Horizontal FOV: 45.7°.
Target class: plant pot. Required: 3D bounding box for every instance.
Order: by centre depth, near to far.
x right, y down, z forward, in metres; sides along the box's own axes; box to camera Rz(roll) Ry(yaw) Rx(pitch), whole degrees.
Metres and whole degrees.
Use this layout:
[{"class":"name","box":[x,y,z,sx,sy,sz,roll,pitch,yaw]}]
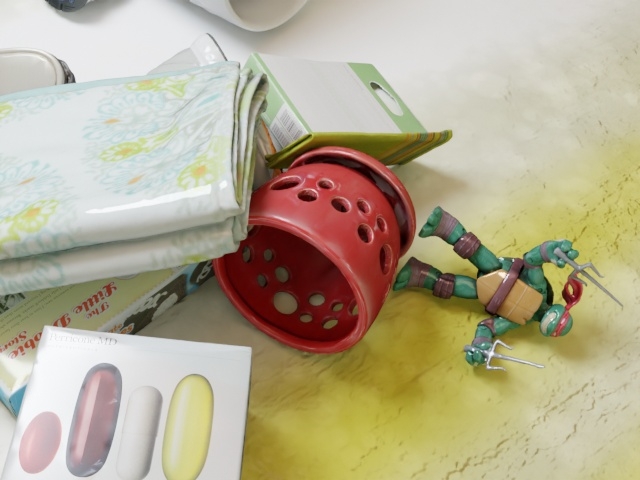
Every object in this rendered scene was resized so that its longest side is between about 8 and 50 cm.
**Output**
[{"class":"plant pot","box":[0.000,0.000,0.842,0.191,0.191,0.174,26,49,9]}]

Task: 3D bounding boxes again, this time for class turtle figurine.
[{"class":"turtle figurine","box":[0.212,0.063,0.882,0.234,0.118,0.175,29,96,13]}]

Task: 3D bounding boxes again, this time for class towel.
[{"class":"towel","box":[-0.244,-0.078,0.805,0.374,0.090,0.320,-10,34,7]},{"class":"towel","box":[0.052,-0.117,0.944,0.237,0.102,0.021,-7,77,-39]}]

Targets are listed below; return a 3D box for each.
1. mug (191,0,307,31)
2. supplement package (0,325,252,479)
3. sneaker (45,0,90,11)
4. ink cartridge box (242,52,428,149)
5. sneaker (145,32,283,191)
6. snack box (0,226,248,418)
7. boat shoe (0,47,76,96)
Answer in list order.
[{"class":"mug","box":[-0.174,-0.532,1.084,0.328,0.374,0.276,32,60,21]},{"class":"supplement package","box":[-0.168,0.207,0.684,0.194,0.149,0.203,6,55,-5]},{"class":"sneaker","box":[-0.417,-0.452,1.166,0.297,0.111,0.129,43,43,16]},{"class":"ink cartridge box","box":[0.022,-0.184,1.063,0.235,0.056,0.171,-6,52,-43]},{"class":"sneaker","box":[-0.141,-0.145,0.995,0.121,0.099,0.262,-29,64,-5]},{"class":"snack box","box":[-0.260,0.027,0.854,0.187,0.060,0.322,40,57,20]},{"class":"boat shoe","box":[-0.484,-0.204,0.979,0.335,0.095,0.112,4,89,-2]}]
